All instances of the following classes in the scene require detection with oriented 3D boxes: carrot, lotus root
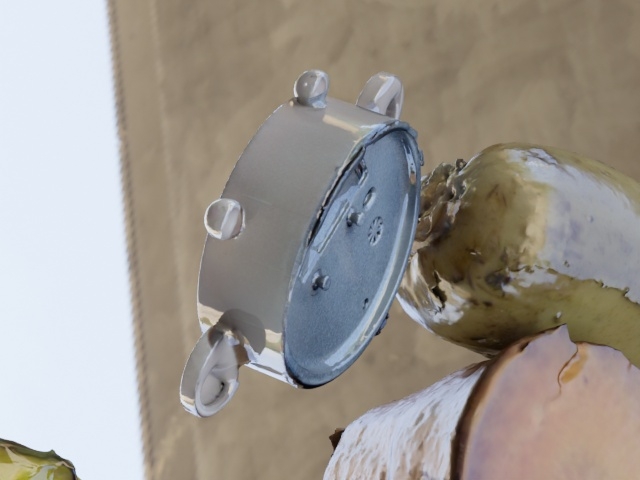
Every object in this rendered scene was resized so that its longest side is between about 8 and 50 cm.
[{"bbox_3d":[0.094,0.167,0.922,0.254,0.196,0.196,-19,-123,59],"label":"carrot"},{"bbox_3d":[0.165,0.021,0.934,0.160,0.284,0.146,7,-104,54],"label":"lotus root"}]

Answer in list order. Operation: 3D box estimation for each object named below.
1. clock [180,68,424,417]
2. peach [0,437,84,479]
[{"bbox_3d":[0.000,0.000,0.733,0.063,0.156,0.229,20,-120,20],"label":"clock"},{"bbox_3d":[-0.363,0.342,1.360,0.242,0.306,0.380,114,-33,-69],"label":"peach"}]
